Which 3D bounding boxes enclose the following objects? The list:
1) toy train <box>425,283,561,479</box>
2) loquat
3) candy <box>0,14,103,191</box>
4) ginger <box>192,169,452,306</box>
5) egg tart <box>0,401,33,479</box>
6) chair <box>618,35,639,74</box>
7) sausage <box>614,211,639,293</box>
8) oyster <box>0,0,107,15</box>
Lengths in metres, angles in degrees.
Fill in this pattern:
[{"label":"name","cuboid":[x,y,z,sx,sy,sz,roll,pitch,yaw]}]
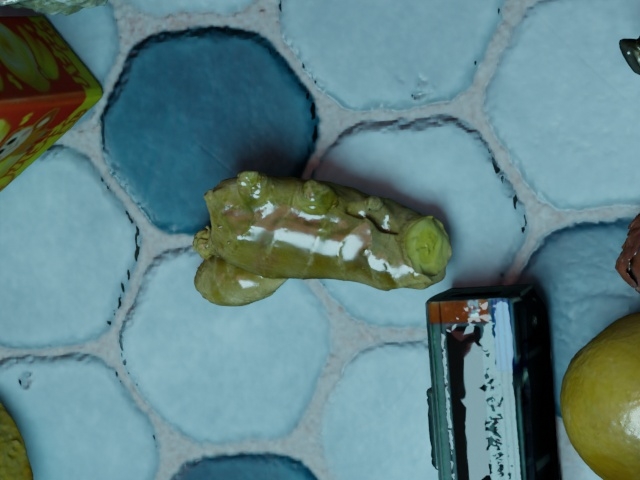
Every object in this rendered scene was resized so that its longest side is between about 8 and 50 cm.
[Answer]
[{"label":"toy train","cuboid":[0.130,0.237,1.385,0.089,0.086,0.409,-2,96,17]},{"label":"loquat","cuboid":[0.237,0.116,1.317,0.141,0.141,0.141,2,97,16]},{"label":"candy","cuboid":[-0.278,-0.088,1.369,0.146,0.276,0.088,-40,86,18]},{"label":"ginger","cuboid":[-0.010,-0.010,1.398,0.205,0.081,0.115,-8,105,17]},{"label":"egg tart","cuboid":[-0.346,0.201,1.477,0.215,0.171,0.215,-3,83,27]},{"label":"chair","cuboid":[0.303,-0.356,1.109,0.410,0.364,0.362,-29,92,2]},{"label":"sausage","cuboid":[0.279,0.015,1.324,0.141,0.076,0.076,10,99,15]},{"label":"oyster","cuboid":[-0.253,-0.260,1.440,0.198,0.112,0.268,-34,78,-4]}]
